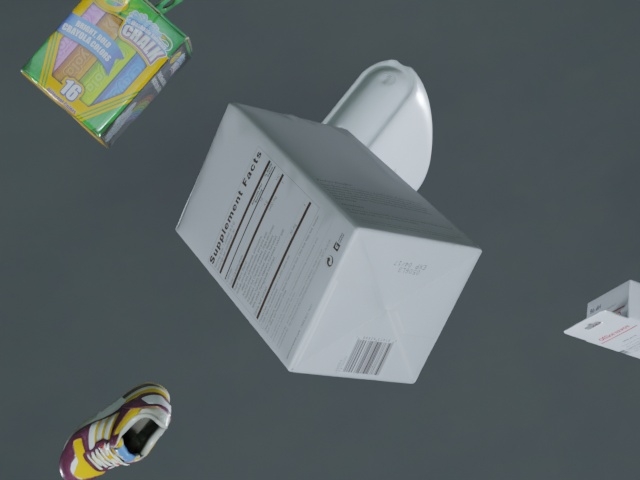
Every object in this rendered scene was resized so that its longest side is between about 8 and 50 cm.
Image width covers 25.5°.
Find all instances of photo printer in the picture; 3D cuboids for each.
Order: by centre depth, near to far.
[{"bbox_3d":[0.061,-0.103,2.116,0.307,0.107,0.256,-52,155,-23],"label":"photo printer"}]

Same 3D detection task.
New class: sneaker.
[{"bbox_3d":[-0.267,0.261,1.812,0.185,0.084,0.069,-43,116,15],"label":"sneaker"}]

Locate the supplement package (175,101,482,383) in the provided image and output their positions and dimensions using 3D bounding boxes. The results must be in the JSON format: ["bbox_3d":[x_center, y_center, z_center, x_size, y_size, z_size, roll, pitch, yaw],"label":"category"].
[{"bbox_3d":[0.000,0.000,1.546,0.177,0.293,0.175,10,114,-37],"label":"supplement package"}]

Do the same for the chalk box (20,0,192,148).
[{"bbox_3d":[-0.247,-0.241,1.756,0.213,0.132,0.132,-50,180,-4],"label":"chalk box"}]

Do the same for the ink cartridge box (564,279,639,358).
[{"bbox_3d":[0.429,0.109,1.896,0.180,0.060,0.104,19,153,-17],"label":"ink cartridge box"}]
